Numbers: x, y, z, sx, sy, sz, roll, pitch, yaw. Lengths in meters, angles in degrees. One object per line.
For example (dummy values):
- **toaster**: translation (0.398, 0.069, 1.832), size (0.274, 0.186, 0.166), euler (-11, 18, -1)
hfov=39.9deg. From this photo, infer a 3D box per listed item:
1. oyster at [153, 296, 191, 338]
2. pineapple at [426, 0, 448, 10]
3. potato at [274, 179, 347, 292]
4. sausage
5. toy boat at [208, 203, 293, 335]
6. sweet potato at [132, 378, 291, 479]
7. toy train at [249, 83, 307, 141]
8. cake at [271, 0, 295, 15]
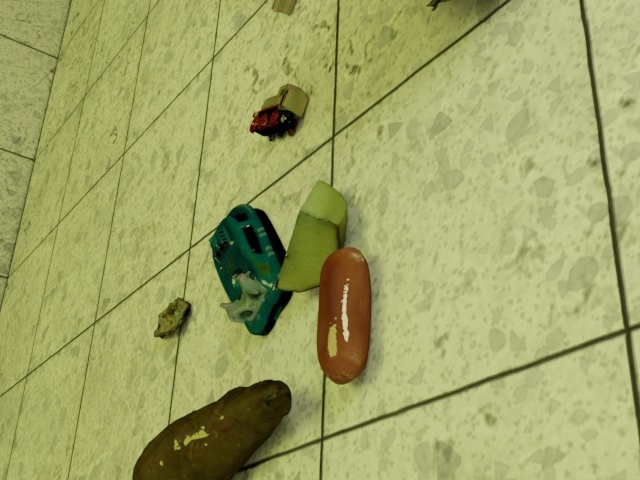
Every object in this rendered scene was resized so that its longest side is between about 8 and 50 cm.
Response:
- **oyster**: translation (-0.292, 0.155, 1.729), size (0.132, 0.029, 0.086), euler (-7, 60, 61)
- **pineapple**: translation (0.129, -0.478, 1.139), size (0.352, 0.300, 0.352), euler (-37, 42, 43)
- **potato**: translation (0.000, 0.000, 1.322), size (0.120, 0.081, 0.149), euler (-60, -9, -57)
- **sausage**: translation (0.032, 0.097, 1.182), size (0.077, 0.077, 0.194), euler (-31, 49, 48)
- **toy boat**: translation (-0.141, 0.031, 1.495), size (0.134, 0.092, 0.299), euler (-62, 31, 20)
- **sweet potato**: translation (-0.160, 0.305, 1.327), size (0.423, 0.131, 0.130), euler (-40, 41, 34)
- **toy train**: translation (-0.078, -0.229, 1.588), size (0.138, 0.050, 0.087), euler (-4, 64, 60)
- **cake**: translation (-0.068, -0.498, 1.737), size (0.065, 0.052, 0.121), euler (9, 81, 55)
